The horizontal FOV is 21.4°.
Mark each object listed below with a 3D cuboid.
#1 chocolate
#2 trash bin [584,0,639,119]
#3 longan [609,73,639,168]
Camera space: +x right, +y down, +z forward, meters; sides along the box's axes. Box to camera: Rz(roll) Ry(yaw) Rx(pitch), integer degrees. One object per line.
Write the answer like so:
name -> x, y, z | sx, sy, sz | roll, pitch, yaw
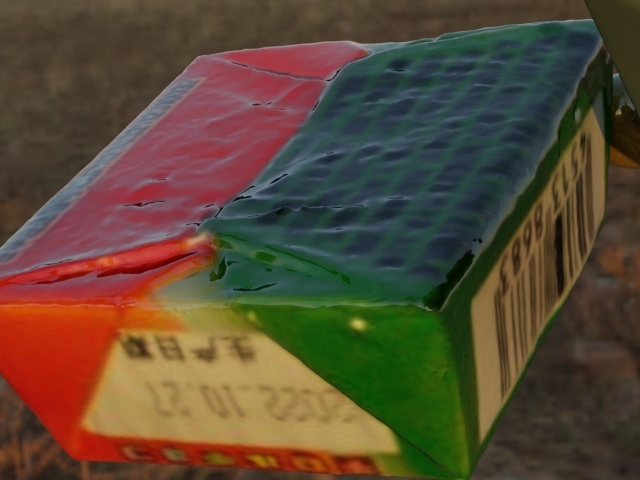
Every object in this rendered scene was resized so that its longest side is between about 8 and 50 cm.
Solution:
chocolate -> 0.000, 0.000, 1.134 | 0.341, 0.161, 0.360 | -1, 31, 29
trash bin -> 0.290, -0.067, 0.818 | 0.158, 0.223, 0.343 | -40, 36, -10
longan -> 0.226, -0.086, 1.217 | 0.075, 0.075, 0.083 | -6, 3, -6
